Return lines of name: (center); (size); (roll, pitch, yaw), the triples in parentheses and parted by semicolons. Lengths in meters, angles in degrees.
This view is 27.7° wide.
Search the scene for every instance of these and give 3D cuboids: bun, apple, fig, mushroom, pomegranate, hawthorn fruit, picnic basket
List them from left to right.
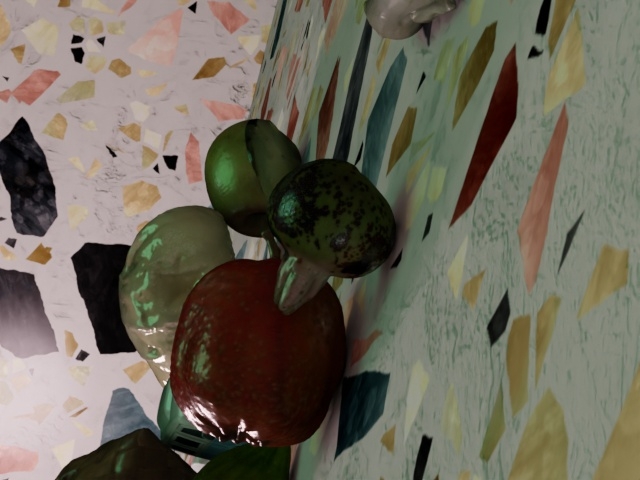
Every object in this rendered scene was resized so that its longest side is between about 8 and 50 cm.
picnic basket: (-0.298, 0.464, 1.936); (0.337, 0.293, 0.337); (-49, 1, 1)
bun: (-0.235, 0.110, 2.225); (0.360, 0.210, 0.360); (166, 90, -83)
fig: (-0.093, 0.303, 1.612); (0.156, 0.123, 0.123); (-64, 10, 5)
apple: (-0.122, -0.107, 2.306); (0.207, 0.173, 0.188); (89, -171, -51)
hawthorn fruit: (-0.064, 0.104, 1.462); (0.205, 0.205, 0.253); (127, 156, -69)
pomegranate: (0.003, -0.007, 1.356); (0.163, 0.138, 0.125); (-58, 4, 29)
mushroom: (0.094, -0.272, 1.370); (0.278, 0.099, 0.096); (124, 164, -75)

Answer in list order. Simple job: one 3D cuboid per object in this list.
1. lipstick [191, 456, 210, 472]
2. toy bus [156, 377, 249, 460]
lipstick: (-0.193, 0.308, 2.435); (0.059, 0.059, 0.264); (118, 163, -59)
toy bus: (-0.145, 0.240, 1.861); (0.271, 0.164, 0.133); (126, 157, -69)
